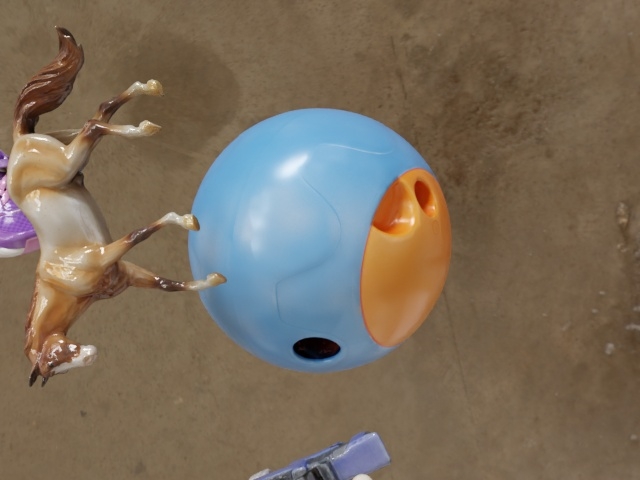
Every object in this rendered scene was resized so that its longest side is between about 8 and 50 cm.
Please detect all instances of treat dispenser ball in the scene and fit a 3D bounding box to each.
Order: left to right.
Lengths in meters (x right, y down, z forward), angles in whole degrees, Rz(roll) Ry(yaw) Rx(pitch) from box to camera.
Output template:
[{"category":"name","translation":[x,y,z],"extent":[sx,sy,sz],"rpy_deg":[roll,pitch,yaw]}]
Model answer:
[{"category":"treat dispenser ball","translation":[0.000,0.000,0.687],"extent":[0.288,0.288,0.288],"rpy_deg":[-5,102,-21]}]

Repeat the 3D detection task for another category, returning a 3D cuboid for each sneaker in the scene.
[{"category":"sneaker","translation":[-0.450,-0.064,0.871],"extent":[0.095,0.236,0.105],"rpy_deg":[-17,130,-35]}]

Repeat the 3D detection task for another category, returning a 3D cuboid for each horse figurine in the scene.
[{"category":"horse figurine","translation":[-0.193,-0.030,0.515],"extent":[0.174,0.066,0.263],"rpy_deg":[-18,92,9]}]

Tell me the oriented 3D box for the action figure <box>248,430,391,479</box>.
[{"category":"action figure","translation":[-0.051,0.305,0.564],"extent":[0.341,0.330,0.179],"rpy_deg":[-30,75,14]}]

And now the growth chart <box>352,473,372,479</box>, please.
[{"category":"growth chart","translation":[-0.009,0.215,0.301],"extent":[0.237,0.172,0.021],"rpy_deg":[-18,126,-41]}]
